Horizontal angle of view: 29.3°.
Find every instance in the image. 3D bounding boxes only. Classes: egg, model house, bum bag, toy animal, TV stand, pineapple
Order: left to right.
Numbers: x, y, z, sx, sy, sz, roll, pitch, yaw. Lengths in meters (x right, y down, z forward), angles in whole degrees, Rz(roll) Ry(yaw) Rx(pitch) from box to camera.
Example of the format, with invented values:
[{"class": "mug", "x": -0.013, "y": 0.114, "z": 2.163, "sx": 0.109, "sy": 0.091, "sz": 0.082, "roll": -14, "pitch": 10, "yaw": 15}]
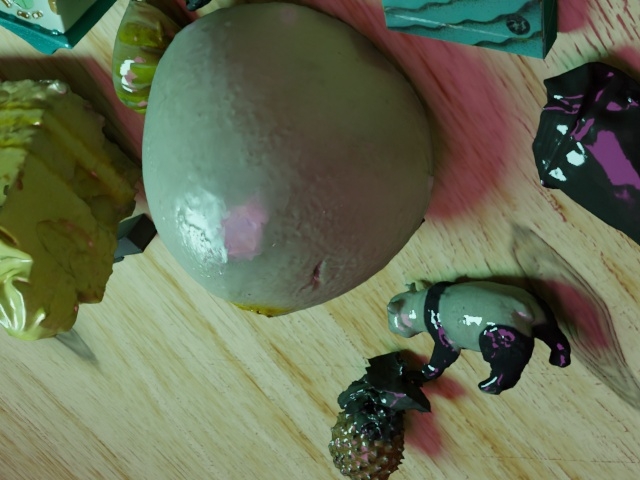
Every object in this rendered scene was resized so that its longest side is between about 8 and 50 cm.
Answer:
[{"class": "model house", "x": -0.300, "y": -0.273, "z": 1.337, "sx": 0.127, "sy": 0.100, "sz": 0.149, "roll": 22, "pitch": 147, "yaw": 17}, {"class": "TV stand", "x": -0.323, "y": 0.013, "z": 1.758, "sx": 0.040, "sy": 0.049, "sz": 0.256, "roll": 47, "pitch": 143, "yaw": -21}, {"class": "egg", "x": -0.050, "y": -0.058, "z": 1.242, "sx": 0.336, "sy": 0.201, "sz": 0.337, "roll": 7, "pitch": 123, "yaw": 11}, {"class": "pineapple", "x": 0.080, "y": 0.235, "z": 1.663, "sx": 0.237, "sy": 0.119, "sz": 0.111, "roll": 102, "pitch": 152, "yaw": -50}, {"class": "toy animal", "x": 0.172, "y": 0.102, "z": 1.423, "sx": 0.225, "sy": 0.094, "sz": 0.121, "roll": 7, "pitch": 129, "yaw": 47}, {"class": "bum bag", "x": 0.326, "y": -0.041, "z": 1.136, "sx": 0.326, "sy": 0.080, "sz": 0.142, "roll": 39, "pitch": 139, "yaw": -2}]

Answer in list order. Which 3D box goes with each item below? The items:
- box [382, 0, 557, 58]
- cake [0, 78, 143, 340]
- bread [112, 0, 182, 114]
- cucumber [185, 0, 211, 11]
[{"class": "box", "x": 0.120, "y": -0.266, "z": 1.047, "sx": 0.160, "sy": 0.042, "sz": 0.226, "roll": 16, "pitch": 143, "yaw": 25}, {"class": "cake", "x": -0.385, "y": -0.025, "z": 1.513, "sx": 0.227, "sy": 0.286, "sz": 0.222, "roll": 1, "pitch": 150, "yaw": 34}, {"class": "bread", "x": -0.190, "y": -0.193, "z": 1.356, "sx": 0.083, "sy": 0.094, "sz": 0.157, "roll": 26, "pitch": 138, "yaw": 17}, {"class": "cucumber", "x": -0.101, "y": -0.307, "z": 1.149, "sx": 0.193, "sy": 0.085, "sz": 0.115, "roll": 118, "pitch": 139, "yaw": -58}]
